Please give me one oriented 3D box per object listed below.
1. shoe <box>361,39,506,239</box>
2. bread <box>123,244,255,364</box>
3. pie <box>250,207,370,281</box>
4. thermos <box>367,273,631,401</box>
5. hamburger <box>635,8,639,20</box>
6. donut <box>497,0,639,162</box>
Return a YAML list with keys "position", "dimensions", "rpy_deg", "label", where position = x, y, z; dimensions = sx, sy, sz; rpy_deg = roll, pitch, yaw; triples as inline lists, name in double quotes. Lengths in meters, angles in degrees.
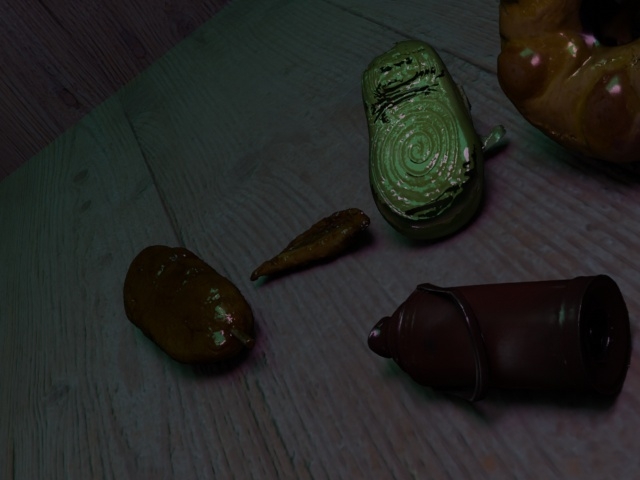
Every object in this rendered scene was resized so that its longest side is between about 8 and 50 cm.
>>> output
- position: [0.133, -0.122, 0.981]
  dimensions: [0.140, 0.128, 0.262]
  rpy_deg: [-30, 58, 30]
  label: "shoe"
- position: [-0.159, 0.086, 1.048]
  dimensions: [0.344, 0.084, 0.124]
  rpy_deg: [21, 86, 56]
  label: "bread"
- position: [-0.001, -0.001, 1.046]
  dimensions: [0.191, 0.033, 0.088]
  rpy_deg: [-24, 25, 33]
  label: "pie"
- position: [0.141, 0.082, 0.724]
  dimensions: [0.232, 0.099, 0.124]
  rpy_deg: [-8, 5, 44]
  label: "thermos"
- position: [0.409, -0.408, 0.950]
  dimensions: [0.330, 0.250, 0.330]
  rpy_deg: [-27, 32, 18]
  label: "hamburger"
- position: [0.305, -0.220, 0.772]
  dimensions: [0.150, 0.299, 0.317]
  rpy_deg: [-12, 26, -36]
  label: "donut"
